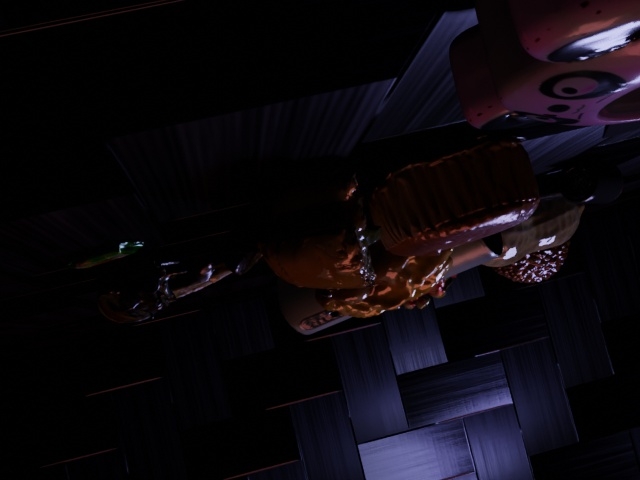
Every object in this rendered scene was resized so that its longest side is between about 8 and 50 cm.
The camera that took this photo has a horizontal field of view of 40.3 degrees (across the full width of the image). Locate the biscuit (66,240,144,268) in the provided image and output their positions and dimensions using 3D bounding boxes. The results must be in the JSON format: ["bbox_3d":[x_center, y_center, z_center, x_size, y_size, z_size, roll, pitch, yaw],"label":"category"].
[{"bbox_3d":[-0.257,0.018,1.032,0.089,0.016,0.046,-15,175,17],"label":"biscuit"}]

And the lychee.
[{"bbox_3d":[0.419,0.005,1.833,0.188,0.188,0.188,-14,175,-1],"label":"lychee"}]

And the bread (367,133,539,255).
[{"bbox_3d":[0.147,-0.043,0.972,0.199,0.104,0.199,-16,175,-1],"label":"bread"}]

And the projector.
[{"bbox_3d":[0.095,0.035,1.274,0.337,0.108,0.108,-25,170,28],"label":"projector"}]

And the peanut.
[{"bbox_3d":[0.369,-0.029,1.594,0.298,0.120,0.136,-15,-171,-32],"label":"peanut"}]

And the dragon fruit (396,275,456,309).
[{"bbox_3d":[0.159,0.036,1.507,0.172,0.160,0.166,-38,169,-50],"label":"dragon fruit"}]

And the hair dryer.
[{"bbox_3d":[0.349,-0.075,1.421,0.255,0.070,0.128,-12,176,33],"label":"hair dryer"}]

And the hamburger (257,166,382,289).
[{"bbox_3d":[0.000,0.000,0.932,0.130,0.124,0.262,-14,174,2],"label":"hamburger"}]

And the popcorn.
[{"bbox_3d":[0.077,0.022,1.146,0.194,0.140,0.163,-34,-148,8],"label":"popcorn"}]

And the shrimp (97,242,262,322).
[{"bbox_3d":[-0.200,0.056,1.270,0.272,0.085,0.445,-19,178,-7],"label":"shrimp"}]

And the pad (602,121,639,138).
[{"bbox_3d":[0.410,-0.155,1.004,0.159,0.009,0.265,-16,176,14],"label":"pad"}]

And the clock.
[{"bbox_3d":[0.195,-0.117,0.414,0.247,0.090,0.227,-12,175,-2],"label":"clock"}]
